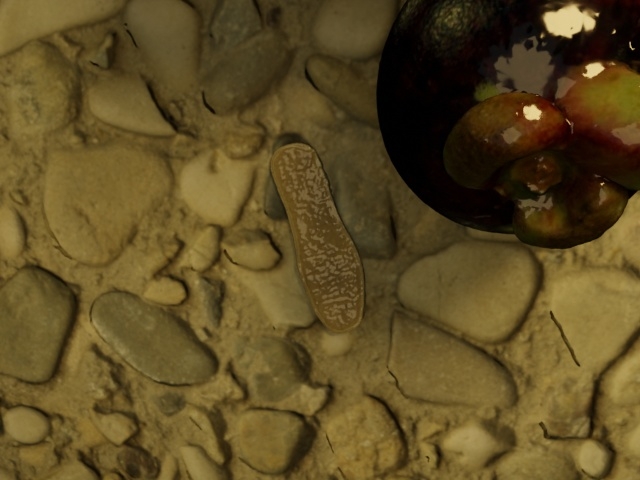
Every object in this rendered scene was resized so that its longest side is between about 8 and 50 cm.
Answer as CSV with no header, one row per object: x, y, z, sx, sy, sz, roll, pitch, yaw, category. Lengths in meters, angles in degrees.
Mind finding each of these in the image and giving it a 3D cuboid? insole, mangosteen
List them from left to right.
0.000,0.000,0.749,0.081,0.011,0.248,-16,102,12,insole
0.186,-0.127,0.551,0.288,0.288,0.288,2,105,7,mangosteen
